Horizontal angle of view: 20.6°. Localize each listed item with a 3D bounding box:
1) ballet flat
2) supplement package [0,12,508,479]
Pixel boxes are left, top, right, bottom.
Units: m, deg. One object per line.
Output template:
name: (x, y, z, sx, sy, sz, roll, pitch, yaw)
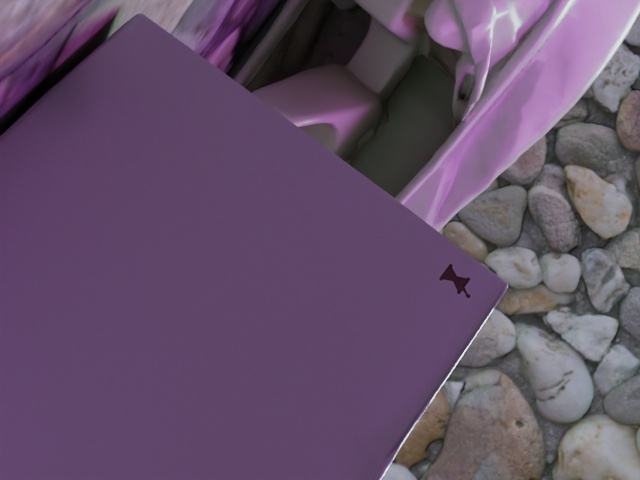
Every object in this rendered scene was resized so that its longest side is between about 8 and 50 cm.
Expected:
ballet flat: (0.022, -0.069, 0.764, 0.400, 0.139, 0.139, -53, 177, 13)
supplement package: (-0.080, 0.080, 0.559, 0.194, 0.149, 0.203, -50, 175, -41)
